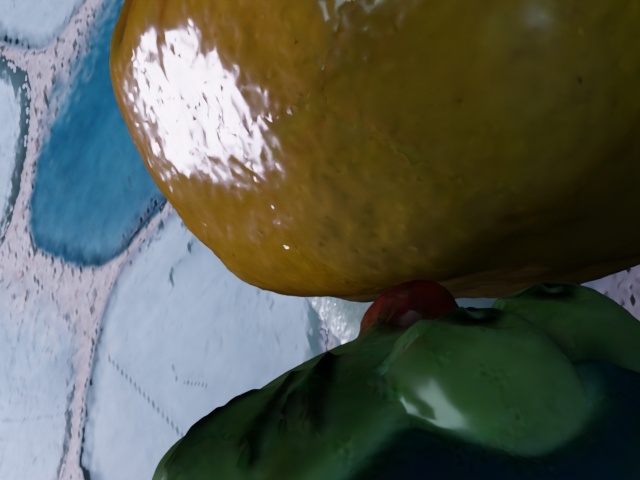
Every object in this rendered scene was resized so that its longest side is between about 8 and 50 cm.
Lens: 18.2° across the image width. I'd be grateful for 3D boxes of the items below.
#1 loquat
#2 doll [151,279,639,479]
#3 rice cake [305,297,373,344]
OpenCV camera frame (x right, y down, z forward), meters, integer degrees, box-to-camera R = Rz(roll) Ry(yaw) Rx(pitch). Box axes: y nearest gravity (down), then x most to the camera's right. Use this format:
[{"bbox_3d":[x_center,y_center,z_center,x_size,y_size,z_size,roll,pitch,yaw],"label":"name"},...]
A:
[{"bbox_3d":[0.035,-0.062,0.626,0.234,0.187,0.176,-14,63,50],"label":"loquat"},{"bbox_3d":[0.012,0.129,0.555,0.322,0.198,0.186,-38,76,42],"label":"doll"},{"bbox_3d":[0.000,-0.001,0.780,0.033,0.029,0.171,-61,34,21],"label":"rice cake"}]
